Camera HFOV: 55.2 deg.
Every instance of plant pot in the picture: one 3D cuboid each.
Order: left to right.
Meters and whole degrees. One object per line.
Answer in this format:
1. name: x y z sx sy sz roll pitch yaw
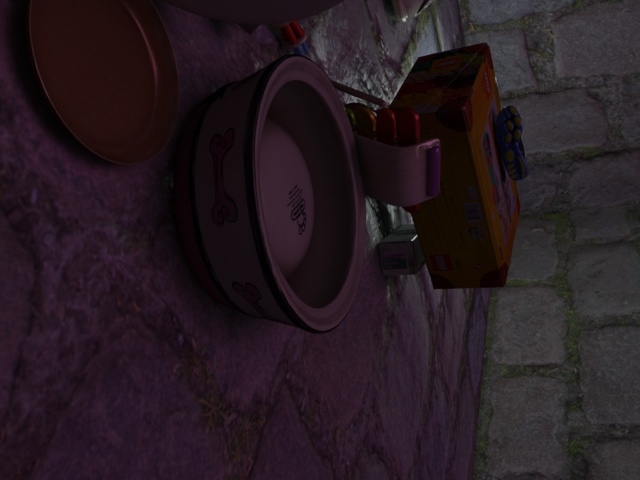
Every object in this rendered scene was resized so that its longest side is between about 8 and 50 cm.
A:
1. plant pot: -0.244 -0.202 0.697 0.236 0.032 0.237 -4 90 -67

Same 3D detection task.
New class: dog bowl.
1. dog bowl: -0.065 -0.064 0.937 0.408 0.150 0.408 -5 90 -67

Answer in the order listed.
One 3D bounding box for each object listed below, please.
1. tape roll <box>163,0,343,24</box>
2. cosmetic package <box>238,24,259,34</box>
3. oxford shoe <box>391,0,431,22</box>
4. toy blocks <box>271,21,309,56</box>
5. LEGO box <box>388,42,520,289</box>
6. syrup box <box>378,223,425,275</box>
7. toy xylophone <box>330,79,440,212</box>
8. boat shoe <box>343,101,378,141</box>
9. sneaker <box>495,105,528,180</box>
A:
1. tape roll: -0.096 -0.392 0.625 0.392 0.391 0.072 51 41 -53
2. cosmetic package: -0.097 -0.438 0.963 0.117 0.085 0.231 37 46 -22
3. oxford shoe: 0.313 -0.815 1.975 0.449 0.130 0.169 -55 136 -54
4. toy blocks: -0.054 -0.424 1.145 0.148 0.054 0.123 55 38 -49
5. LEGO box: 0.356 -0.183 1.558 0.372 0.193 0.500 -60 137 -47
6. syrup box: 0.241 0.022 1.695 0.237 0.093 0.096 -34 117 -64
7. toy xylophone: 0.077 -0.185 1.119 0.081 0.322 0.236 -32 140 -31
8. boat shoe: 0.096 -0.252 1.415 0.307 0.110 0.105 46 39 -69
9. sneaker: 0.472 -0.242 1.526 0.078 0.067 0.188 -80 155 -67
